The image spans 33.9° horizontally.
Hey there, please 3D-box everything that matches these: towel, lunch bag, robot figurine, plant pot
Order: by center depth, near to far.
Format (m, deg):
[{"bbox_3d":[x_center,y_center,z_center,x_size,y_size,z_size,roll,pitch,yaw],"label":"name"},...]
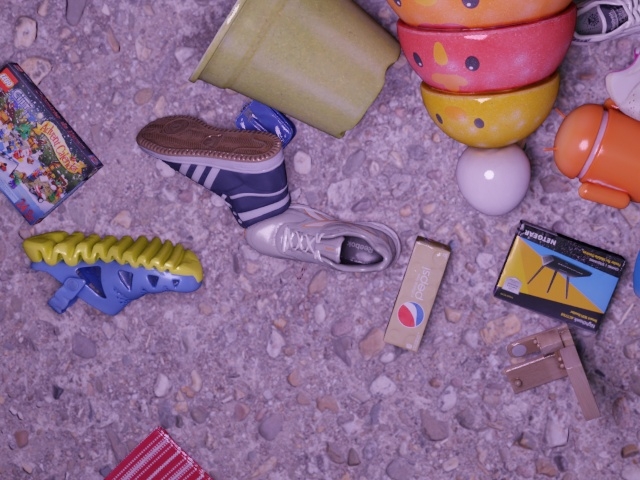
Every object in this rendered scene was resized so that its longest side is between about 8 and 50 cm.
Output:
[{"bbox_3d":[-0.025,-0.297,1.627,0.253,0.276,0.276,31,102,-11],"label":"plant pot"},{"bbox_3d":[0.461,-0.138,1.641,0.219,0.128,0.158,20,106,3],"label":"robot figurine"},{"bbox_3d":[-0.092,-0.190,1.733,0.098,0.065,0.067,44,102,-2],"label":"lunch bag"},{"bbox_3d":[-0.256,0.488,1.889,0.275,0.031,0.199,45,104,0],"label":"towel"}]

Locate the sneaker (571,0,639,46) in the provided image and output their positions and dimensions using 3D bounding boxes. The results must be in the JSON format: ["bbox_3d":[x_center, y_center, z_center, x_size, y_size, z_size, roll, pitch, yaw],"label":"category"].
[{"bbox_3d":[0.482,-0.352,1.617,0.235,0.095,0.090,-19,95,8],"label":"sneaker"}]

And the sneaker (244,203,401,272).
[{"bbox_3d":[0.000,0.000,1.725,0.262,0.121,0.099,6,100,6],"label":"sneaker"}]

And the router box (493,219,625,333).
[{"bbox_3d":[0.389,0.059,1.723,0.178,0.046,0.133,20,102,4],"label":"router box"}]

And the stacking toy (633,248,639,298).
[{"bbox_3d":[0.666,0.069,1.654,0.301,0.166,0.175,21,98,-12],"label":"stacking toy"}]

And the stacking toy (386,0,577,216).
[{"bbox_3d":[0.258,-0.261,1.574,0.350,0.351,0.480,-6,111,8],"label":"stacking toy"}]

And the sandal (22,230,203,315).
[{"bbox_3d":[-0.350,0.064,1.790,0.317,0.126,0.138,5,104,15],"label":"sandal"}]

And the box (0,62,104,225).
[{"bbox_3d":[-0.509,-0.165,1.802,0.159,0.044,0.233,-40,93,12],"label":"box"}]

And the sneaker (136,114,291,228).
[{"bbox_3d":[-0.173,-0.112,1.740,0.282,0.099,0.153,13,139,29],"label":"sneaker"}]

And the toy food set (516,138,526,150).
[{"bbox_3d":[0.296,-0.170,1.709,0.082,0.020,0.083,-42,92,12],"label":"toy food set"}]

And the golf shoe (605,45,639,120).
[{"bbox_3d":[0.563,-0.300,1.601,0.306,0.115,0.140,-43,49,-10],"label":"golf shoe"}]

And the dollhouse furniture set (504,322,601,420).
[{"bbox_3d":[0.360,0.221,1.678,0.123,0.151,0.144,-21,120,11],"label":"dollhouse furniture set"}]

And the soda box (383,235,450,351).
[{"bbox_3d":[0.161,0.088,1.752,0.061,0.058,0.181,18,102,4],"label":"soda box"}]
